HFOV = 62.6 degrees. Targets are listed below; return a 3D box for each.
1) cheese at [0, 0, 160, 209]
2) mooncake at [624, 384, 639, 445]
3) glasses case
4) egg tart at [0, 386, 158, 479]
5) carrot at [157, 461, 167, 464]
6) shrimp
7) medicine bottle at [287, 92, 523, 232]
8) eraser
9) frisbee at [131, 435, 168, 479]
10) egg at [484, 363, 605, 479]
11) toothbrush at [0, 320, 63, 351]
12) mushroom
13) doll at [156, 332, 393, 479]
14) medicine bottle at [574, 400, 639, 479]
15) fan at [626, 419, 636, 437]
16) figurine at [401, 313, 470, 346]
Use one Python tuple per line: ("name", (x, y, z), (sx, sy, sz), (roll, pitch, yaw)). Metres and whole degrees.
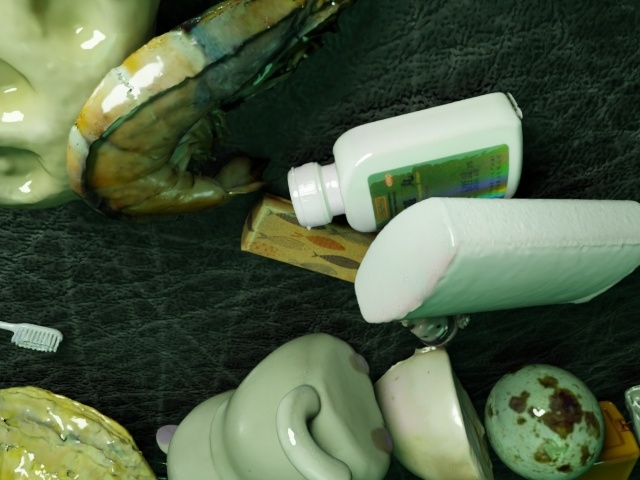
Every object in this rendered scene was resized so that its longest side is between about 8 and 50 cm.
("cheese", (-0.187, -0.169, 0.364), (0.350, 0.130, 0.328), (-14, 136, 8))
("mooncake", (0.649, 0.297, 0.851), (0.250, 0.136, 0.254), (-21, 143, 26))
("glasses case", (0.000, 0.000, 0.597), (0.169, 0.041, 0.065), (18, 116, -21))
("egg tart", (-0.393, 0.367, 0.773), (0.351, 0.150, 0.352), (9, 129, 12))
("carrot", (-0.146, 0.384, 0.921), (0.298, 0.078, 0.078), (-10, 133, 10))
("shrimp", (-0.062, -0.112, 0.441), (0.290, 0.054, 0.222), (-42, 160, -2))
("medicine bottle", (0.080, -0.066, 0.519), (0.219, 0.078, 0.115), (-13, 143, 5))
("eraser", (0.191, 0.023, 0.554), (0.270, 0.095, 0.174), (-3, 151, -26))
("frisbee", (-0.358, 0.395, 0.936), (0.210, 0.012, 0.187), (17, 127, -20))
("egg", (0.340, 0.286, 0.813), (0.169, 0.169, 0.231), (-10, 142, 3))
("toothbrush", (-0.494, 0.082, 0.621), (0.353, 0.029, 0.024), (19, 114, -21))
("mushroom", (0.163, 0.307, 0.797), (0.162, 0.173, 0.236), (-19, 127, 20))
("doll", (-0.062, 0.276, 0.724), (0.226, 0.215, 0.370), (-3, 150, -45))
("medicine bottle", (0.476, 0.403, 0.972), (0.149, 0.112, 0.222), (-11, 133, 3))
("fan", (0.635, 0.381, 1.043), (0.085, 0.005, 0.133), (-24, 130, 14))
("figurine", (0.133, 0.091, 0.692), (0.129, 0.054, 0.072), (35, 106, -23))
